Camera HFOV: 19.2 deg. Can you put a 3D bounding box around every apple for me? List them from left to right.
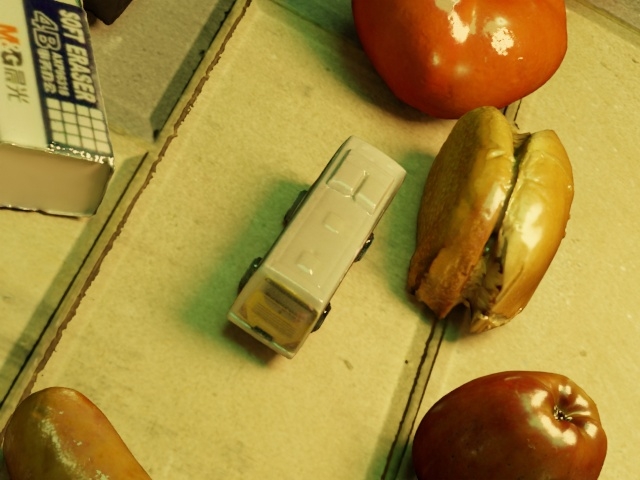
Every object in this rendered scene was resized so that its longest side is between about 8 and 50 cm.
[{"bbox_3d":[0.171,0.190,1.698,0.147,0.158,0.156,-16,64,-39],"label":"apple"}]

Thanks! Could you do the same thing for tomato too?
[{"bbox_3d":[0.145,-0.246,2.104,0.259,0.180,0.260,16,42,-15],"label":"tomato"}]

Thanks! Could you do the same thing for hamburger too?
[{"bbox_3d":[0.187,-0.033,1.936,0.144,0.157,0.283,25,39,-9],"label":"hamburger"}]

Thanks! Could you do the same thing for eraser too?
[{"bbox_3d":[-0.284,-0.158,1.816,0.130,0.086,0.287,10,45,-27],"label":"eraser"}]

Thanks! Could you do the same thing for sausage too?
[{"bbox_3d":[-0.157,0.231,1.498,0.270,0.109,0.109,47,42,16],"label":"sausage"}]

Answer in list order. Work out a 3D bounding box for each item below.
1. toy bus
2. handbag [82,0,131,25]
[{"bbox_3d":[0.000,0.000,1.822,0.092,0.106,0.268,34,40,0],"label":"toy bus"},{"bbox_3d":[-0.271,-0.346,2.026,0.223,0.080,0.247,25,42,2],"label":"handbag"}]
